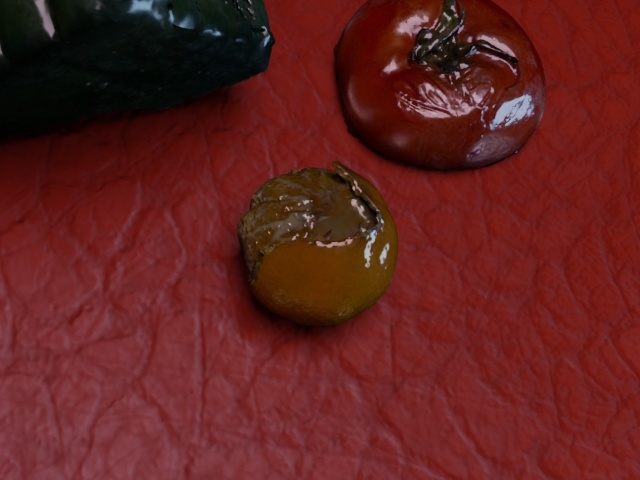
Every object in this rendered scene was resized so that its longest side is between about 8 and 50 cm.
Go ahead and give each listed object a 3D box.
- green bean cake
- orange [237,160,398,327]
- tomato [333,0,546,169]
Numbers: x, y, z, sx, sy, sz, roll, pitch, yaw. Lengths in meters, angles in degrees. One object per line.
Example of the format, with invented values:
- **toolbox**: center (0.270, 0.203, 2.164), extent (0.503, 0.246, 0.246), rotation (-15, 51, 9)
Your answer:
- **green bean cake**: center (-0.234, -0.196, 1.101), extent (0.307, 0.300, 0.169), rotation (-21, 83, 20)
- **orange**: center (0.000, 0.000, 1.132), extent (0.156, 0.134, 0.157), rotation (13, 59, -22)
- **tomato**: center (0.128, -0.179, 1.269), extent (0.227, 0.101, 0.228), rotation (4, 66, -10)
